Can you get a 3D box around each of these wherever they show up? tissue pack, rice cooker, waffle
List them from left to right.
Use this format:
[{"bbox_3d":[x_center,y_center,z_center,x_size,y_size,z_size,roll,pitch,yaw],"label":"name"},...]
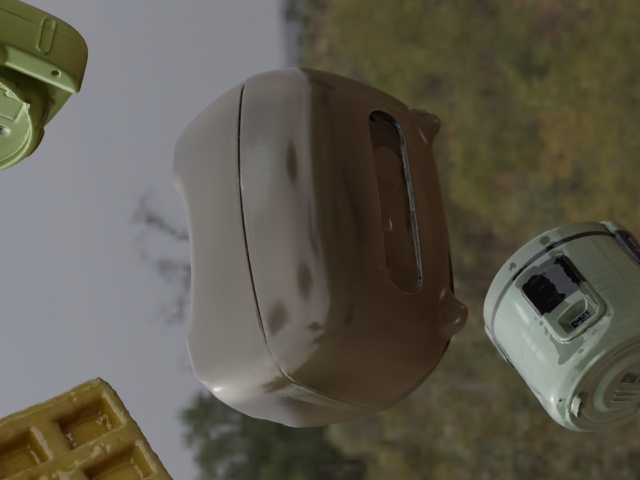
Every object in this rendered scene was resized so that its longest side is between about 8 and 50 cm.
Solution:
[{"bbox_3d":[-0.210,0.242,1.535,0.248,0.221,0.055,51,151,28],"label":"waffle"},{"bbox_3d":[0.000,0.000,2.206,0.267,0.277,0.387,19,-126,-43],"label":"tissue pack"},{"bbox_3d":[0.331,0.100,2.436,0.226,0.226,0.244,88,158,-44],"label":"rice cooker"}]

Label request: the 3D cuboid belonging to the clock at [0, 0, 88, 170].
[{"bbox_3d":[-0.315,-0.121,1.708,0.232,0.170,0.069,-53,23,43],"label":"clock"}]
